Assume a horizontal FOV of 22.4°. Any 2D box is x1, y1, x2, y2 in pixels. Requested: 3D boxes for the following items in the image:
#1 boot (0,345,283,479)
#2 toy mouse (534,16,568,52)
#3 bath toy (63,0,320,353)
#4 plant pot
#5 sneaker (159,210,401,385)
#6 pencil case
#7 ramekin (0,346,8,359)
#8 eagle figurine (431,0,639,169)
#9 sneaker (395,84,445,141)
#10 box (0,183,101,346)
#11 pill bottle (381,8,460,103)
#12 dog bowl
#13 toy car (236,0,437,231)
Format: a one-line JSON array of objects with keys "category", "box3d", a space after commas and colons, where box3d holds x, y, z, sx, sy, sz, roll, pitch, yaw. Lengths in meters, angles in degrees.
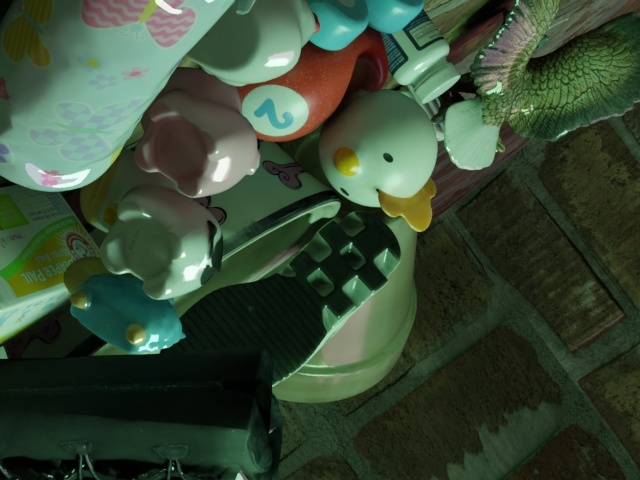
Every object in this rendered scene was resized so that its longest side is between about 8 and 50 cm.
[{"category": "boot", "box3d": [-0.255, 0.200, 1.570, 0.445, 0.146, 0.367, -4, 162, 3]}, {"category": "toy mouse", "box3d": [0.301, -0.295, 2.534, 0.161, 0.031, 0.143, -34, 173, -11]}, {"category": "bath toy", "box3d": [-0.103, -0.078, 1.322, 0.129, 0.151, 0.348, -22, 145, -55]}, {"category": "plant pot", "box3d": [0.000, 0.000, 2.093, 0.323, 0.323, 0.280, -31, 156, -37]}, {"category": "sneaker", "box3d": [-0.055, 0.097, 1.775, 0.330, 0.122, 0.146, -30, 170, -37]}, {"category": "pencil case", "box3d": [-0.130, -0.137, 1.018, 0.124, 0.113, 0.273, -2, 154, -37]}, {"category": "ramekin", "box3d": [-0.377, 0.190, 2.110, 0.273, 0.127, 0.273, -34, 174, -4]}, {"category": "eagle figurine", "box3d": [0.281, -0.241, 2.171, 0.298, 0.225, 0.226, -27, 169, 34]}, {"category": "sneaker", "box3d": [0.101, -0.157, 2.270, 0.236, 0.095, 0.104, -22, 173, -46]}, {"category": "box", "box3d": [-0.289, 0.027, 1.414, 0.103, 0.114, 0.203, -38, 175, 22]}, {"category": "pill bottle", "box3d": [0.091, -0.204, 1.674, 0.067, 0.120, 0.067, -34, 174, -4]}, {"category": "dog bowl", "box3d": [-0.182, 0.017, 1.749, 0.408, 0.150, 0.408, -35, 175, -4]}, {"category": "toy car", "box3d": [0.026, -0.106, 1.517, 0.219, 0.238, 0.210, -40, 172, 34]}]
